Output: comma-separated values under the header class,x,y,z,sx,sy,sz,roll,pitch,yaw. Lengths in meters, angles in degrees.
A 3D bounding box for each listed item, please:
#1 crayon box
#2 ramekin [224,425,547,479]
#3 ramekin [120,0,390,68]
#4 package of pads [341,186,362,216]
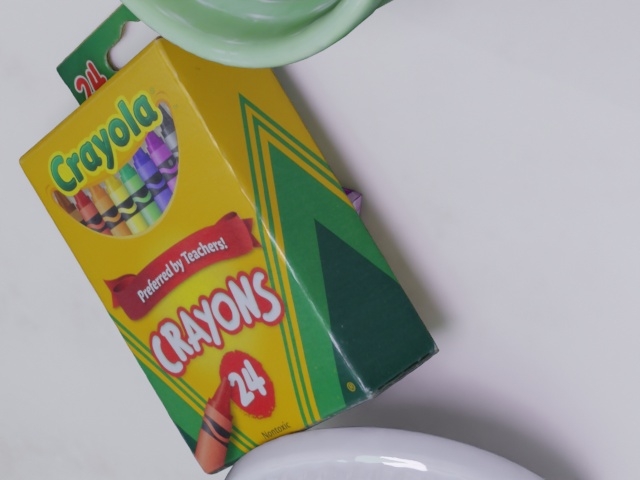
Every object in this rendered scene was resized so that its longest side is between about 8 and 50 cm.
class,x,y,z,sx,sy,sz,roll,pitch,yaw
crayon box,-0.082,-0.014,1.118,0.202,0.081,0.318,-33,88,48
ramekin,0.050,0.249,1.109,0.272,0.127,0.273,9,143,7
ramekin,-0.018,-0.259,0.886,0.303,0.148,0.303,25,128,37
package of pads,0.000,0.000,1.134,0.050,0.032,0.083,19,125,25
